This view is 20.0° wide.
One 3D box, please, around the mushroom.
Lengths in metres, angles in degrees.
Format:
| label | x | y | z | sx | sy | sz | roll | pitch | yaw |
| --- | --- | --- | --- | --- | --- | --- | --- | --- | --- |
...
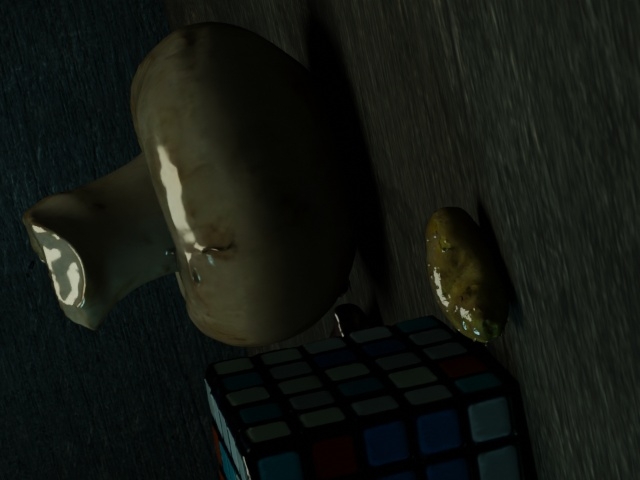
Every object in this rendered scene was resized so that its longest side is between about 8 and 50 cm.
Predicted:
| label | x | y | z | sx | sy | sz | roll | pitch | yaw |
| --- | --- | --- | --- | --- | --- | --- | --- | --- | --- |
| mushroom | -0.118 | -0.042 | 1.603 | 0.297 | 0.290 | 0.297 | 165 | 90 | -82 |

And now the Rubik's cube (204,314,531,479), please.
| label | x | y | z | sx | sy | sz | roll | pitch | yaw |
| --- | --- | --- | --- | --- | --- | --- | --- | --- | --- |
| Rubik's cube | 0.033 | 0.172 | 1.225 | 0.187 | 0.184 | 0.182 | -133 | 32 | -72 |

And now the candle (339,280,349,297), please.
| label | x | y | z | sx | sy | sz | roll | pitch | yaw |
| --- | --- | --- | --- | --- | --- | --- | --- | --- | --- |
| candle | -0.001 | 0.001 | 1.889 | 0.167 | 0.021 | 0.026 | -113 | 11 | -48 |

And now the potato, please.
| label | x | y | z | sx | sy | sz | roll | pitch | yaw |
| --- | --- | --- | --- | --- | --- | --- | --- | --- | --- |
| potato | 0.088 | 0.023 | 1.104 | 0.046 | 0.045 | 0.092 | -44 | 57 | 41 |

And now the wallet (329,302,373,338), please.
| label | x | y | z | sx | sy | sz | roll | pitch | yaw |
| --- | --- | --- | --- | --- | --- | --- | --- | --- | --- |
| wallet | 0.044 | 0.160 | 1.762 | 0.229 | 0.049 | 0.182 | 106 | 146 | -80 |
